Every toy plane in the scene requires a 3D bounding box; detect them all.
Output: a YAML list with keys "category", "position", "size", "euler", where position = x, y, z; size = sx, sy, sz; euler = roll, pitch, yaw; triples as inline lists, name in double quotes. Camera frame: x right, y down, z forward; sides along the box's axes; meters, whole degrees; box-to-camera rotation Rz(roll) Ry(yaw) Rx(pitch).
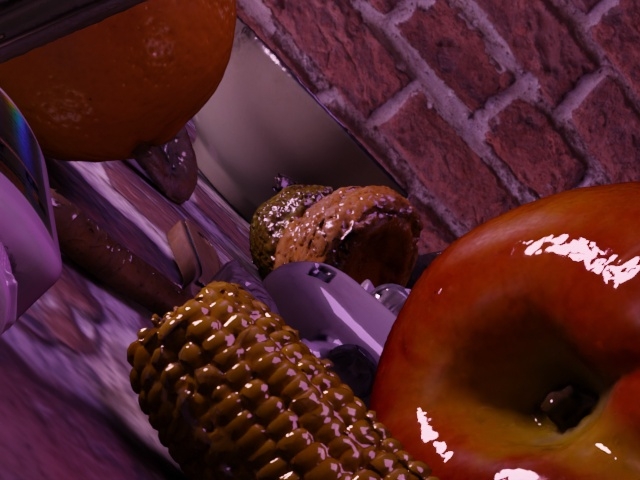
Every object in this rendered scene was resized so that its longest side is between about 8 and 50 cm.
- category: "toy plane"
  position: [0.042, 0.121, 0.945]
  size: [0.252, 0.118, 0.252]
  euler: [37, 26, -21]

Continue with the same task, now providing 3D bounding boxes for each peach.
- category: "peach"
  position: [0.184, 0.150, 0.742]
  size: [0.406, 0.310, 0.335]
  euler: [68, 2, -59]

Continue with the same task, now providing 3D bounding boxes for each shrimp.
- category: "shrimp"
  position: [-0.183, -0.113, 1.173]
  size: [0.223, 0.047, 0.126]
  euler: [42, 31, -62]

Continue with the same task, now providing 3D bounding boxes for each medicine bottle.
- category: "medicine bottle"
  position: [-0.172, -0.019, 0.496]
  size: [0.115, 0.078, 0.219]
  euler: [45, 5, -29]

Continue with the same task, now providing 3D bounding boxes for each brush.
- category: "brush"
  position: [-0.080, 0.036, 0.914]
  size: [0.070, 0.065, 0.327]
  euler: [42, 6, -21]

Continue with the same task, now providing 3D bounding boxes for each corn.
- category: "corn"
  position: [0.017, 0.154, 0.572]
  size: [0.318, 0.115, 0.115]
  euler: [46, 5, 19]

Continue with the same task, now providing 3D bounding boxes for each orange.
- category: "orange"
  position: [-0.168, -0.158, 0.835]
  size: [0.219, 0.219, 0.193]
  euler: [-123, -164, -63]

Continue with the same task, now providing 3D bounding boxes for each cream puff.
- category: "cream puff"
  position: [0.000, 0.000, 1.255]
  size: [0.169, 0.183, 0.183]
  euler: [32, -4, 33]

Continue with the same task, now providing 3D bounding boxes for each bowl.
- category: "bowl"
  position: [-0.061, -0.129, 1.578]
  size: [0.354, 0.185, 0.354]
  euler: [46, 5, -5]

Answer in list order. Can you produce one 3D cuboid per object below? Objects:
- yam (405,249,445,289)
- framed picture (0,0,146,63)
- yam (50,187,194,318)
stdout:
- category: "yam"
  position: [0.223, 0.147, 1.732]
  size: [0.271, 0.201, 0.202]
  euler: [56, -21, 21]
- category: "framed picture"
  position: [-0.194, -0.109, 0.304]
  size: [0.231, 0.293, 0.018]
  euler: [42, 51, -36]
- category: "yam"
  position: [-0.140, 0.014, 0.753]
  size: [0.145, 0.032, 0.032]
  euler: [42, 7, -41]
